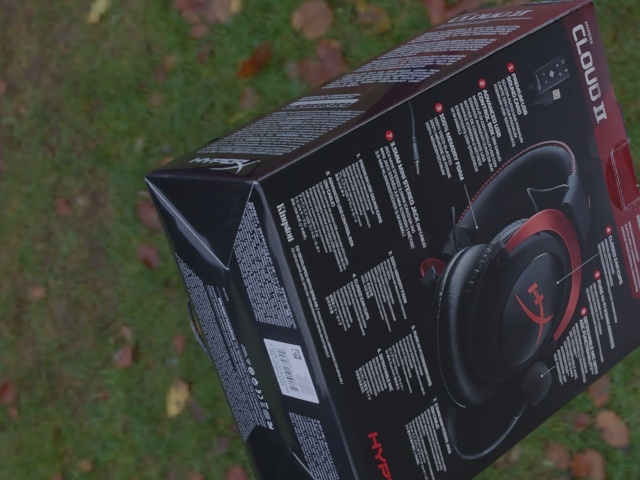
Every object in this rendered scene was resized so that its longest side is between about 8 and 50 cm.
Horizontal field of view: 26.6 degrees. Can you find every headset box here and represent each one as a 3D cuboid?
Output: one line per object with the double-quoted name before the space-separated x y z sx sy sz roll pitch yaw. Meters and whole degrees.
"headset box" 0.073 0.002 0.785 0.110 0.293 0.218 7 122 51

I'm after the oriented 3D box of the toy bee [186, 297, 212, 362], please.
"toy bee" 0.000 0.000 1.011 0.298 0.162 0.195 -167 62 -69
